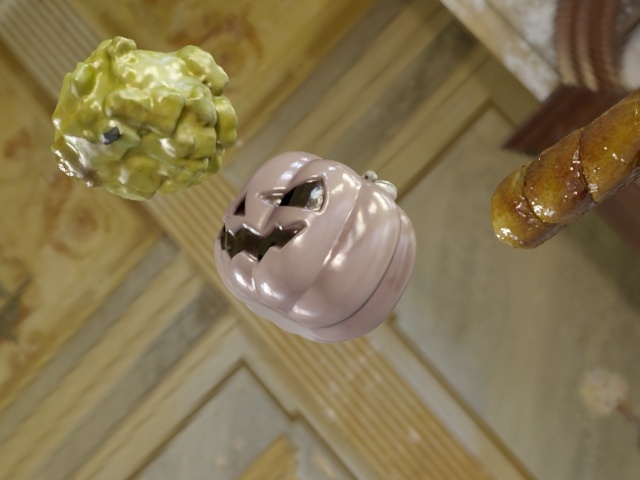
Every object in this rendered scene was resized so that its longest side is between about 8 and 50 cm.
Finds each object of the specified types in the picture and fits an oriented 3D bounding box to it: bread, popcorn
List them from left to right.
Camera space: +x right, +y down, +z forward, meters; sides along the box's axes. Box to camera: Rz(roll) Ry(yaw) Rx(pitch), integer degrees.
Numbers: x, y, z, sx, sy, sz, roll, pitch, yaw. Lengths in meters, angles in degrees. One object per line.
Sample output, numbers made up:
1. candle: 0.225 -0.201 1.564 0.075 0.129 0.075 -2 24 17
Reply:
1. popcorn: -0.162 -0.110 1.439 0.173 0.173 0.142 98 -170 -64
2. bread: 0.321 -0.104 1.706 0.344 0.084 0.124 -36 -3 27

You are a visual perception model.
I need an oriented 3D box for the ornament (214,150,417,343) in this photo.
1. ornament: -0.001 0.000 1.431 0.177 0.177 0.177 -37 -18 -14
